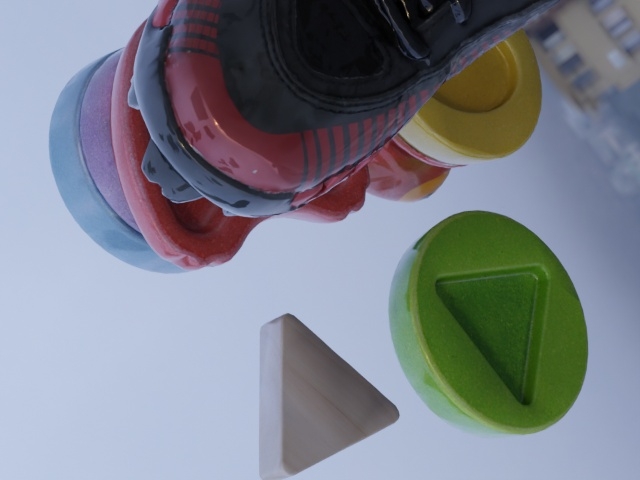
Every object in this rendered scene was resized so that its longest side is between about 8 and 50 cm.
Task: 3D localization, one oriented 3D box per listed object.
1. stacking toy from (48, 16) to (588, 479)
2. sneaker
[{"bbox_3d":[0.000,0.000,0.988,0.309,0.130,0.279,-9,-102,-39],"label":"stacking toy"},{"bbox_3d":[0.046,-0.111,0.593,0.097,0.135,0.276,52,-124,-7],"label":"sneaker"}]
